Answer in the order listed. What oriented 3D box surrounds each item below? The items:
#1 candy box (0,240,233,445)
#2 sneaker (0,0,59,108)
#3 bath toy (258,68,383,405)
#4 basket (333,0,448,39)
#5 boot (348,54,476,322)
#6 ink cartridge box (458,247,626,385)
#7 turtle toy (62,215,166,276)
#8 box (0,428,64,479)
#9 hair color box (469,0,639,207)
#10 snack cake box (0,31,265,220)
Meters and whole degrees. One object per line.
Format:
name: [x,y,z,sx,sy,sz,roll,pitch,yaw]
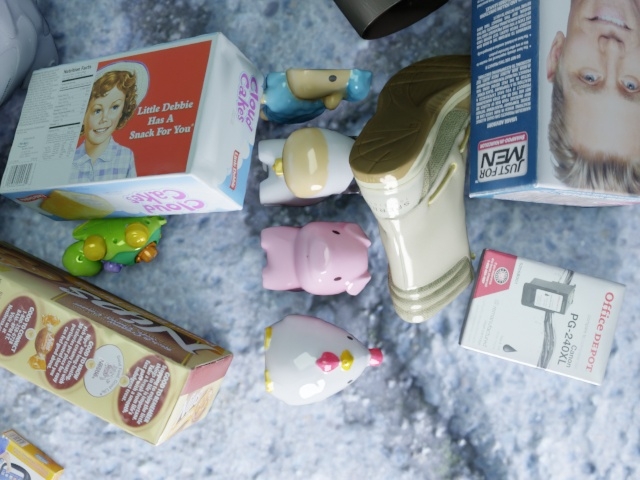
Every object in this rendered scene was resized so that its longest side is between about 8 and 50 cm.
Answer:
candy box: [-0.265,0.095,0.866,0.316,0.183,0.088,26,91,8]
sneaker: [-0.400,-0.142,0.914,0.137,0.210,0.366,23,116,8]
bath toy: [0.000,0.000,0.863,0.128,0.151,0.349,-1,90,-1]
basket: [0.047,-0.345,0.877,0.204,0.154,0.227,-26,87,6]
boot: [0.122,-0.063,0.866,0.095,0.262,0.204,1,128,27]
ink cartridge box: [0.233,0.079,0.868,0.150,0.063,0.109,15,88,8]
turtle toy: [-0.233,0.000,0.923,0.130,0.095,0.066,-18,128,5]
box: [-0.368,0.298,0.945,0.081,0.028,0.136,34,89,7]
hair color box: [0.246,-0.212,0.812,0.173,0.105,0.348,3,87,-28]
snack cake box: [-0.198,-0.110,0.855,0.264,0.089,0.152,-2,69,31]
